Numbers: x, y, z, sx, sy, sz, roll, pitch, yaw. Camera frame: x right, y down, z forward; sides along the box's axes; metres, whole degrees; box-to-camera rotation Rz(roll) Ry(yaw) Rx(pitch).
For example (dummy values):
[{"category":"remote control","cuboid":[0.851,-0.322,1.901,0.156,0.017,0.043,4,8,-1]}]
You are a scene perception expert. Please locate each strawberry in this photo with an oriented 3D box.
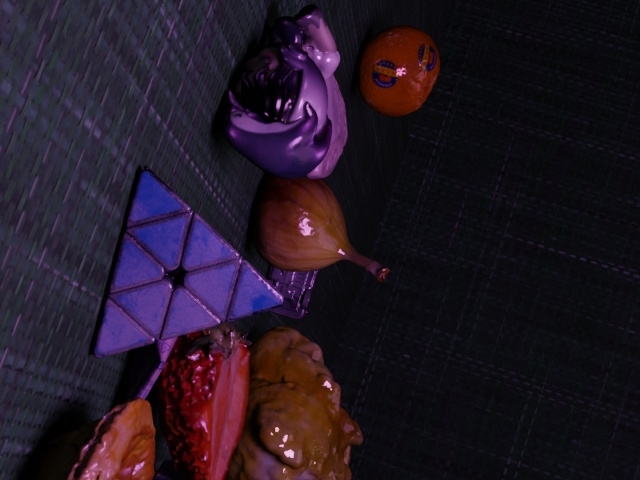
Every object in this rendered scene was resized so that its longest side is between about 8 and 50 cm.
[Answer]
[{"category":"strawberry","cuboid":[-0.157,0.214,1.661,0.174,0.098,0.228,-44,138,-65]}]

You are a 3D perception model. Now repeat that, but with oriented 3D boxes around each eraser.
[{"category":"eraser","cuboid":[0.008,-0.184,1.896,0.243,0.059,0.204,23,61,-79]}]

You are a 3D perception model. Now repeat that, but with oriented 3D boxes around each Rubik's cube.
[{"category":"Rubik's cube","cuboid":[-0.122,0.021,1.335,0.211,0.178,0.190,-65,166,-45]}]

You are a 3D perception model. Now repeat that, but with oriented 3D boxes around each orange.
[{"category":"orange","cuboid":[0.146,-0.324,2.404,0.177,0.155,0.177,18,90,-73]}]

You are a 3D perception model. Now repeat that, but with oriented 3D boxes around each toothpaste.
[{"category":"toothpaste","cuboid":[-0.218,0.187,1.485,0.075,0.048,0.301,-84,-166,-72]}]

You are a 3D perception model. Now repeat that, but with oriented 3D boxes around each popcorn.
[{"category":"popcorn","cuboid":[-0.075,0.347,2.161,0.292,0.293,0.334,56,-36,39]}]

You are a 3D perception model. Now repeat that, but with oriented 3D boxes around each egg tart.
[{"category":"egg tart","cuboid":[-0.243,0.269,1.299,0.241,0.106,0.241,15,90,-81]}]

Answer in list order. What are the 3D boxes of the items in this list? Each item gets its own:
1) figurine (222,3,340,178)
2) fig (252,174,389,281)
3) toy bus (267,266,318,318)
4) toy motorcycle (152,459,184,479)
[{"category":"figurine","cuboid":[-0.043,-0.174,1.577,0.145,0.145,0.222,97,12,-52]},{"category":"fig","cuboid":[-0.016,0.001,1.900,0.143,0.231,0.160,-18,147,-27]},{"category":"toy bus","cuboid":[-0.040,0.047,2.207,0.098,0.087,0.178,91,15,-83]},{"category":"toy motorcycle","cuboid":[-0.221,0.377,1.630,0.274,0.125,0.187,-64,171,-65]}]
